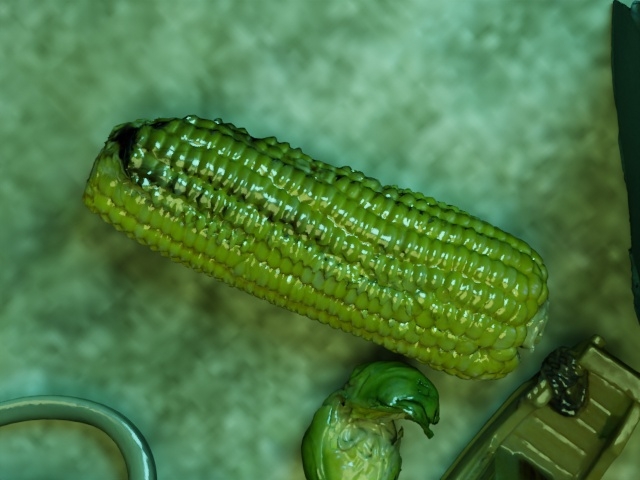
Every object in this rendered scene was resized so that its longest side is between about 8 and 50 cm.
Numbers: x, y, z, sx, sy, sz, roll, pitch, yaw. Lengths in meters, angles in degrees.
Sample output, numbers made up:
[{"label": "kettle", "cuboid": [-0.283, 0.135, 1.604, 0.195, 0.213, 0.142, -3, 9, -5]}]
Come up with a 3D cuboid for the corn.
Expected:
[{"label": "corn", "cuboid": [0.000, 0.000, 0.731, 0.203, 0.072, 0.072, 22, 105, -2]}]

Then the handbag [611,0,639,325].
[{"label": "handbag", "cuboid": [0.143, -0.013, 0.643, 0.057, 0.221, 0.144, -10, 106, 7]}]

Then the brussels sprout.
[{"label": "brussels sprout", "cuboid": [0.024, 0.080, 0.756, 0.046, 0.051, 0.083, 1, 141, -37]}]

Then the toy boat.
[{"label": "toy boat", "cuboid": [0.075, 0.128, 0.759, 0.057, 0.077, 0.200, 33, 104, -6]}]

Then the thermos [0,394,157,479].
[{"label": "thermos", "cuboid": [-0.167, 0.161, 0.757, 0.265, 0.146, 0.176, -7, 79, -4]}]
